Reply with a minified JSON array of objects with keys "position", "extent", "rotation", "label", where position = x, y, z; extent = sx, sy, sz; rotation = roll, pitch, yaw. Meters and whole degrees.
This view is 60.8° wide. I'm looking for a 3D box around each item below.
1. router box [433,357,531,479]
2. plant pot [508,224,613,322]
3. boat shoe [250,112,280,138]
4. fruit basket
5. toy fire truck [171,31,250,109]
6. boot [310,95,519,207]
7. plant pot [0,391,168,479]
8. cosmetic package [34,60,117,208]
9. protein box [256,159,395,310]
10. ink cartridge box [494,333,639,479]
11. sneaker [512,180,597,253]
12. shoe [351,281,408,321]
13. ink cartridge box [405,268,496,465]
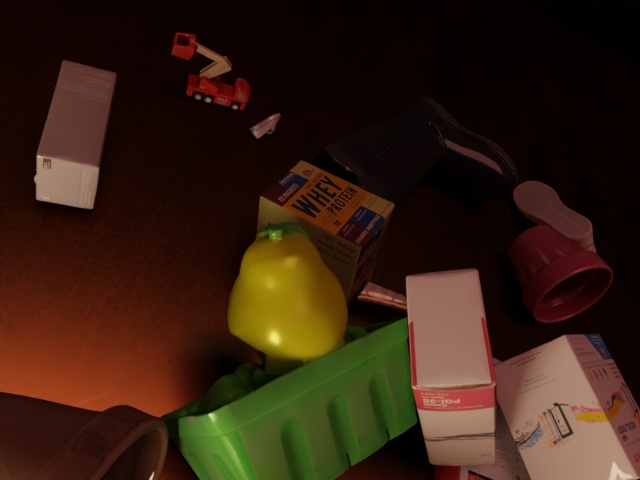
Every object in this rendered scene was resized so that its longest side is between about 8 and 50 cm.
[{"position":[0.387,0.406,1.041],"extent":[0.335,0.082,0.301],"rotation":[26,49,-11],"label":"router box"},{"position":[0.554,0.069,1.308],"extent":[0.201,0.201,0.180],"rotation":[4,41,-26],"label":"plant pot"},{"position":[-0.122,-0.264,1.264],"extent":[0.100,0.035,0.035],"rotation":[-46,113,-45],"label":"boat shoe"},{"position":[-0.054,0.170,0.826],"extent":[0.392,0.283,0.392],"rotation":[12,67,-30],"label":"fruit basket"},{"position":[-0.237,-0.367,1.200],"extent":[0.192,0.135,0.047],"rotation":[11,54,-22],"label":"toy fire truck"},{"position":[0.238,-0.155,1.301],"extent":[0.367,0.146,0.445],"rotation":[40,44,15],"label":"boot"},{"position":[-0.345,0.287,0.635],"extent":[0.229,0.263,0.263],"rotation":[23,48,9],"label":"plant pot"},{"position":[-0.434,-0.189,0.976],"extent":[0.107,0.127,0.238],"rotation":[8,57,-23],"label":"cosmetic package"},{"position":[0.000,0.000,0.998],"extent":[0.200,0.201,0.136],"rotation":[27,47,15],"label":"protein box"},{"position":[0.440,0.303,0.951],"extent":[0.171,0.168,0.233],"rotation":[9,54,-44],"label":"ink cartridge box"},{"position":[0.633,-0.034,1.479],"extent":[0.169,0.108,0.292],"rotation":[55,8,-36],"label":"sneaker"},{"position":[0.142,0.124,1.107],"extent":[0.219,0.076,0.058],"rotation":[18,56,-14],"label":"shoe"},{"position":[0.214,0.215,0.888],"extent":[0.117,0.283,0.207],"rotation":[-6,46,11],"label":"ink cartridge box"}]
